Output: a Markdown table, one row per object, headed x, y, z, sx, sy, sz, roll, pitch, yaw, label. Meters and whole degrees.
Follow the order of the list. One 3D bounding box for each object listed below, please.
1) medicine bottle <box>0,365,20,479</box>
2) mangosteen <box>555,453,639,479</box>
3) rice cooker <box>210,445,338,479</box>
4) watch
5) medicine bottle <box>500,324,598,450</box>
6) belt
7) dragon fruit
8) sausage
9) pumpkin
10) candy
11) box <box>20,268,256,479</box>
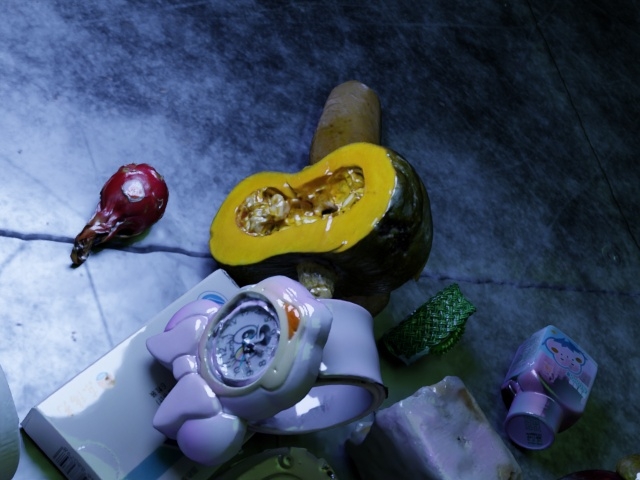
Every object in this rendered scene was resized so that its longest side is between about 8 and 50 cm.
| x | y | z | sx | sy | sz | roll | pitch | yaw | label |
| --- | --- | --- | --- | --- | --- | --- | --- | --- | --- |
| -0.492 | 0.208 | 0.903 | 0.371 | 0.211 | 0.211 | -18 | 69 | -41 | medicine bottle |
| 0.405 | 0.427 | 1.302 | 0.288 | 0.288 | 0.288 | 19 | 49 | -22 | mangosteen |
| -0.067 | 0.327 | 1.167 | 0.206 | 0.127 | 0.145 | -20 | 71 | -34 | rice cooker |
| -0.049 | 0.170 | 1.179 | 0.217 | 0.248 | 0.211 | 35 | 37 | -48 | watch |
| 0.355 | 0.238 | 1.548 | 0.119 | 0.094 | 0.188 | 41 | 44 | -3 | medicine bottle |
| 0.171 | 0.134 | 1.485 | 0.151 | 0.121 | 0.079 | -33 | 84 | -33 | belt |
| -0.272 | -0.038 | 1.336 | 0.094 | 0.094 | 0.190 | 38 | 49 | -4 | dragon fruit |
| 0.043 | -0.085 | 1.562 | 0.136 | 0.123 | 0.501 | 17 | 48 | -20 | sausage |
| 0.000 | 0.000 | 1.346 | 0.139 | 0.317 | 0.222 | 42 | 44 | -49 | pumpkin |
| 0.145 | 0.298 | 1.306 | 0.137 | 0.185 | 0.195 | -24 | 77 | -39 | candy |
| -0.178 | 0.196 | 1.232 | 0.200 | 0.065 | 0.343 | 46 | 44 | 4 | box |
